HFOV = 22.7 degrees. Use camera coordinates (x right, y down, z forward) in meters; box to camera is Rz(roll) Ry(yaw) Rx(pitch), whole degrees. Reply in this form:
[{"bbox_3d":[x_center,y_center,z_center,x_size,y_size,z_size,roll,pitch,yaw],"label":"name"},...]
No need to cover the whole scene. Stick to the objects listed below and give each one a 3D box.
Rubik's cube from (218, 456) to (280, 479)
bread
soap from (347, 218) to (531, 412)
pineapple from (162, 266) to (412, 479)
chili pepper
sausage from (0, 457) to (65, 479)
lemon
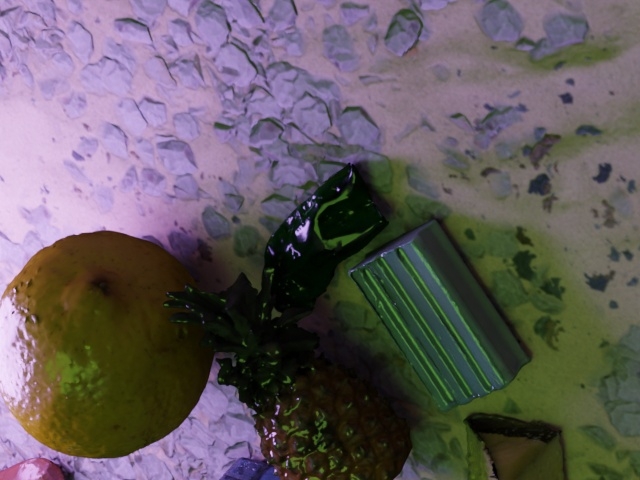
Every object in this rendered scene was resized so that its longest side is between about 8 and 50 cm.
[{"bbox_3d":[-0.052,0.445,1.985,0.237,0.237,0.238,10,120,27],"label":"Rubik's cube"},{"bbox_3d":[0.208,0.285,1.815,0.152,0.127,0.147,17,126,45],"label":"bread"},{"bbox_3d":[0.132,0.084,1.764,0.114,0.063,0.198,-27,100,42],"label":"soap"},{"bbox_3d":[-0.044,0.161,1.837,0.169,0.169,0.340,-29,107,40],"label":"pineapple"},{"bbox_3d":[-0.001,0.001,1.804,0.098,0.061,0.224,46,133,10],"label":"chili pepper"},{"bbox_3d":[-0.436,0.361,2.289,0.194,0.077,0.077,-28,99,40],"label":"sausage"},{"bbox_3d":[-0.260,0.125,1.908,0.293,0.293,0.293,16,124,25],"label":"lemon"}]
